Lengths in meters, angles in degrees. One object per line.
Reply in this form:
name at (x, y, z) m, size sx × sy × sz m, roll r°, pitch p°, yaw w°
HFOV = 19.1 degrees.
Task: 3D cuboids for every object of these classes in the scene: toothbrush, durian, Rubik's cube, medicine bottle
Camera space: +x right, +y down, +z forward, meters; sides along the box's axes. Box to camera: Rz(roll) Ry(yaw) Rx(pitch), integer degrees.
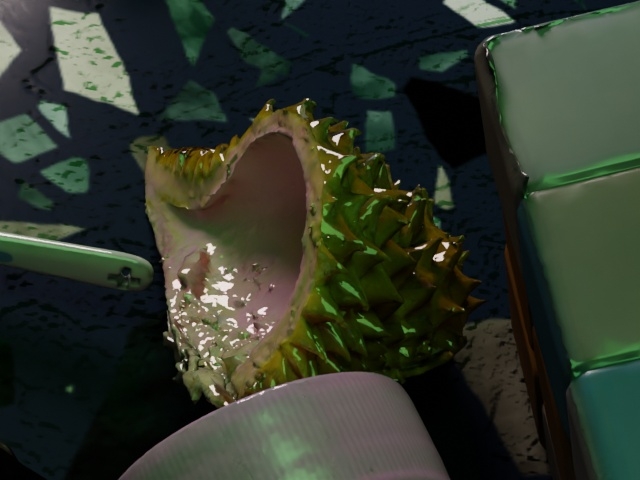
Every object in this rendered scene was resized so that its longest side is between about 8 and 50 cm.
toothbrush at (-0.297, -0.005, 1.205) m, size 0.386 × 0.040 × 0.040 m, roll 11°, pitch 53°, yaw -5°
durian at (0.012, 0.007, 1.227) m, size 0.196 × 0.185 × 0.305 m, roll 18°, pitch 15°, yaw -23°
Rubik's cube at (0.299, 0.069, 1.108) m, size 0.347 × 0.344 × 0.347 m, roll -12°, pitch 58°, yaw 3°
medicine bottle at (0.025, 0.250, 1.036) m, size 0.202 × 0.202 × 0.316 m, roll -14°, pitch 62°, yaw -26°

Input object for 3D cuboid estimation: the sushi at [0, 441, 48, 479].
sushi at (-0.240, 0.203, 0.975) m, size 0.215 × 0.212 × 0.227 m, roll 25°, pitch 93°, yaw 7°
